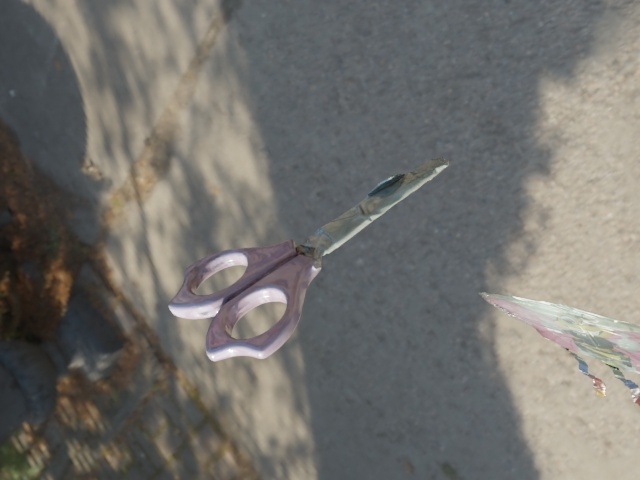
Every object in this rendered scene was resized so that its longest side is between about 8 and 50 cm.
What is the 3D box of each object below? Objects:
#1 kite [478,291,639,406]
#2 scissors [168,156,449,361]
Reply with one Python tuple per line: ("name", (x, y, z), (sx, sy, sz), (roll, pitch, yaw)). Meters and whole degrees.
("kite", (0.309, 0.129, 1.080), (0.204, 0.022, 0.360), (14, 163, 32))
("scissors", (0.000, 0.000, 0.663), (0.110, 0.212, 0.021), (42, 164, 47))
